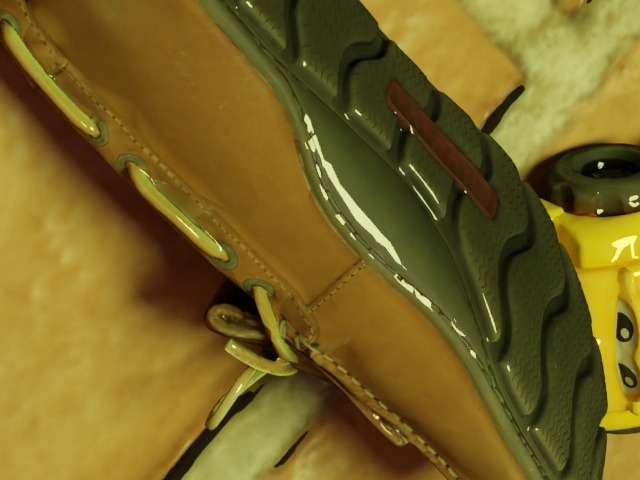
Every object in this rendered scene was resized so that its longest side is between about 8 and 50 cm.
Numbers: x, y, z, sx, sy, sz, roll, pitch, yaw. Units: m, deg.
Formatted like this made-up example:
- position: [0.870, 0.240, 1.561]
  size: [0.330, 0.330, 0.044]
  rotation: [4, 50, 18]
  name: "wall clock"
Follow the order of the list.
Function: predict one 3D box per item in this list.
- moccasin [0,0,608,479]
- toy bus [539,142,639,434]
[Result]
- position: [-0.001, 0.002, 0.759]
  size: [0.147, 0.139, 0.380]
  rotation: [-23, 126, 33]
  name: "moccasin"
- position: [0.227, 0.035, 0.853]
  size: [0.220, 0.211, 0.149]
  rotation: [-18, 117, -20]
  name: "toy bus"
